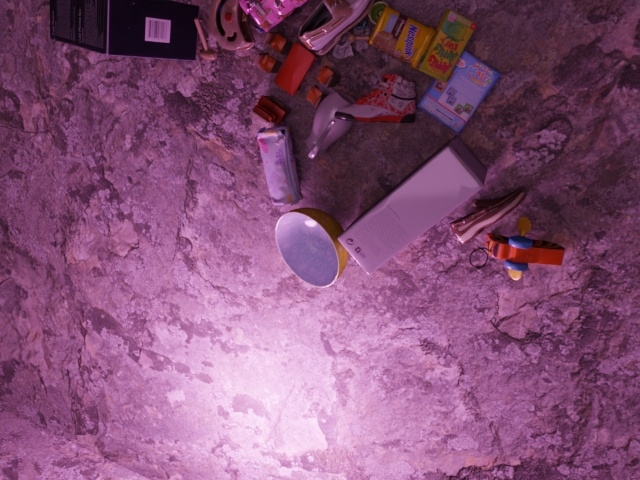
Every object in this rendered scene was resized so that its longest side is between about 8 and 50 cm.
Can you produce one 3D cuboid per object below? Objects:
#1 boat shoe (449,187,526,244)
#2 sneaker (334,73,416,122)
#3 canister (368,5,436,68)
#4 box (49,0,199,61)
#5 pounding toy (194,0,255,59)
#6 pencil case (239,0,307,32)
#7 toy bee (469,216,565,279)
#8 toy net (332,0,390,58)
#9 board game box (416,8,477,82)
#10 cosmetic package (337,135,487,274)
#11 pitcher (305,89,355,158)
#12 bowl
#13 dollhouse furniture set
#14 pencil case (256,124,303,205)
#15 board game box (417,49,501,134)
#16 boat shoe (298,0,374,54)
[{"bbox_3d":[0.515,-0.093,1.784,0.257,0.095,0.095,-40,85,26],"label":"boat shoe"},{"bbox_3d":[0.170,-0.437,1.742,0.269,0.090,0.145,-3,105,-19],"label":"sneaker"},{"bbox_3d":[0.243,-0.606,1.697,0.169,0.073,0.126,23,115,-8],"label":"canister"},{"bbox_3d":[-0.622,-0.695,1.812,0.312,0.343,0.179,22,114,31],"label":"box"},{"bbox_3d":[-0.301,-0.703,1.840,0.154,0.155,0.270,26,114,15],"label":"pounding toy"},{"bbox_3d":[-0.063,-0.789,1.707,0.385,0.160,0.167,-26,56,20],"label":"pencil case"},{"bbox_3d":[0.594,0.013,1.776,0.298,0.162,0.195,21,107,-15],"label":"toy bee"},{"bbox_3d":[0.110,-0.666,1.767,0.232,0.045,0.122,-38,92,26],"label":"toy net"},{"bbox_3d":[0.365,-0.564,1.651,0.092,0.043,0.181,21,112,-15],"label":"board game box"},{"bbox_3d":[0.289,-0.111,1.784,0.453,0.230,0.161,-41,91,27],"label":"cosmetic package"},{"bbox_3d":[0.028,-0.365,1.822,0.125,0.178,0.207,31,117,-11],"label":"pitcher"},{"bbox_3d":[0.000,0.000,1.943,0.289,0.156,0.290,26,133,32],"label":"bowl"},{"bbox_3d":[-0.110,-0.509,1.846,0.262,0.135,0.259,36,115,5],"label":"dollhouse furniture set"},{"bbox_3d":[-0.134,-0.258,1.948,0.124,0.113,0.273,4,111,42],"label":"pencil case"},{"bbox_3d":[0.419,-0.456,1.728,0.160,0.039,0.212,36,115,6],"label":"board game box"},{"bbox_3d":[0.055,-0.701,1.723,0.302,0.103,0.113,-46,53,25],"label":"boat shoe"}]
